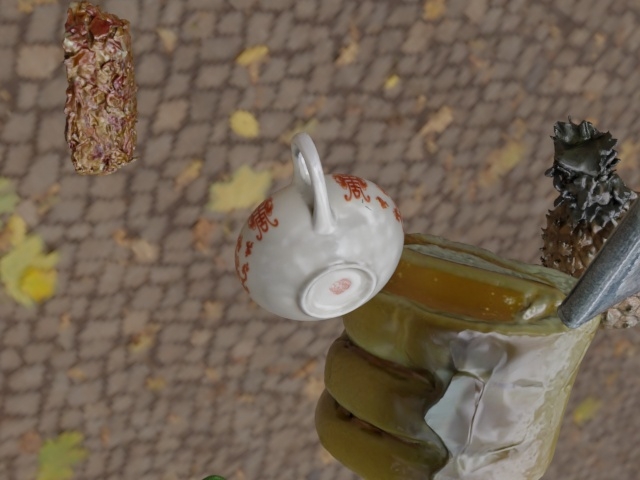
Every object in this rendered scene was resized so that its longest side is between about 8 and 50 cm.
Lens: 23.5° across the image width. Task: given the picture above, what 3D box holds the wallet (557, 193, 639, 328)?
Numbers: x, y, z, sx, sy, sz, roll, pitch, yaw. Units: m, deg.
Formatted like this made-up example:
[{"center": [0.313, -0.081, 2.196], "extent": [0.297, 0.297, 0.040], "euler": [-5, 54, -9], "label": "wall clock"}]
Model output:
[{"center": [0.288, -0.022, 1.176], "extent": [0.222, 0.036, 0.167], "euler": [-24, 156, -32], "label": "wallet"}]

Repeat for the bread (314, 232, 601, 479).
[{"center": [0.143, 0.179, 1.812], "extent": [0.210, 0.300, 0.341], "euler": [-63, 171, -65], "label": "bread"}]

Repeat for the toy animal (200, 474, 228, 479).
[{"center": [-0.123, 0.372, 2.045], "extent": [0.100, 0.103, 0.208], "euler": [-40, 147, -1], "label": "toy animal"}]

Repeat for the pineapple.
[{"center": [0.400, -0.032, 2.205], "extent": [0.202, 0.202, 0.362], "euler": [-33, 135, -13], "label": "pineapple"}]

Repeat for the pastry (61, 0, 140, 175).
[{"center": [-0.187, -0.131, 1.335], "extent": [0.063, 0.087, 0.169], "euler": [5, 132, 1], "label": "pastry"}]

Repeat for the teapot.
[{"center": [0.000, 0.000, 1.411], "extent": [0.159, 0.116, 0.245], "euler": [-4, 136, -5], "label": "teapot"}]
